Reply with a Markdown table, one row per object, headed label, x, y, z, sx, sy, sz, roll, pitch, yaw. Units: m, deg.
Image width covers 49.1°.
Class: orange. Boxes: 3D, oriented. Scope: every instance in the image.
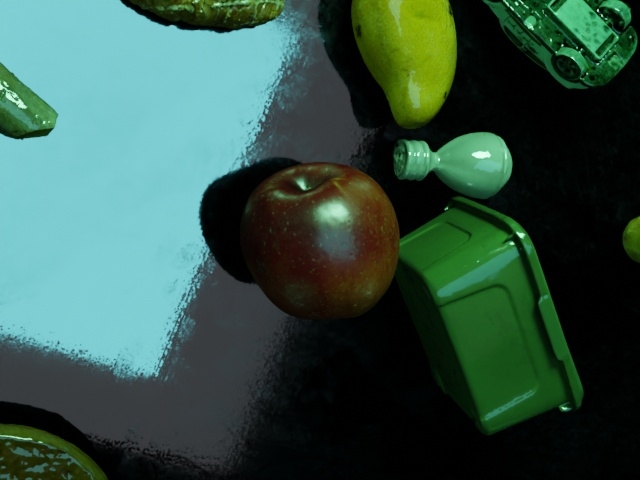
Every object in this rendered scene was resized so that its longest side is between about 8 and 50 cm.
| label | x | y | z | sx | sy | sz | roll | pitch | yaw |
| --- | --- | --- | --- | --- | --- | --- | --- | --- | --- |
| orange | 0.609 | 0.000 | 1.304 | 0.085 | 0.085 | 0.095 | -19 | 116 | -20 |

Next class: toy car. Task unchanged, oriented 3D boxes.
| label | x | y | z | sx | sy | sz | roll | pitch | yaw |
| --- | --- | --- | --- | --- | --- | --- | --- | --- | --- |
| toy car | 0.351 | -0.367 | 1.108 | 0.306 | 0.125 | 0.136 | 43 | 78 | -1 |

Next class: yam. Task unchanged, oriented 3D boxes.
| label | x | y | z | sx | sy | sz | roll | pitch | yaw |
| --- | --- | --- | --- | --- | --- | --- | --- | --- | --- |
| yam | -0.392 | -0.175 | 0.844 | 0.070 | 0.069 | 0.146 | -49 | 114 | -10 |

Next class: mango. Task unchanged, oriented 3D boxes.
| label | x | y | z | sx | sy | sz | roll | pitch | yaw |
| --- | --- | --- | --- | --- | --- | --- | --- | --- | --- |
| mango | 0.123 | -0.299 | 1.029 | 0.157 | 0.109 | 0.262 | -20 | 111 | -30 |

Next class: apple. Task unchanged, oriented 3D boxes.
| label | x | y | z | sx | sy | sz | roll | pitch | yaw |
| --- | --- | --- | --- | --- | --- | --- | --- | --- | --- |
| apple | 0.000 | 0.000 | 0.964 | 0.218 | 0.218 | 0.201 | -16 | 112 | -21 |

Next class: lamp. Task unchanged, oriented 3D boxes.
| label | x | y | z | sx | sy | sz | roll | pitch | yaw |
| --- | --- | --- | --- | --- | --- | --- | --- | --- | --- |
| lamp | 0.211 | -0.120 | 1.103 | 0.193 | 0.106 | 0.106 | 1 | 98 | -16 |

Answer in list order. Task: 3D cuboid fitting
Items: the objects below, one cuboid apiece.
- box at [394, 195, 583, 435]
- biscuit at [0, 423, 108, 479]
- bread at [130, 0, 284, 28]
| label | x | y | z | sx | sy | sz | roll | pitch | yaw |
| --- | --- | --- | --- | --- | --- | --- | --- | --- | --- |
| box | 0.241 | 0.121 | 1.078 | 0.177 | 0.253 | 0.329 | -28 | 108 | -8 |
| biscuit | -0.462 | 0.422 | 0.909 | 0.350 | 0.070 | 0.394 | 40 | 81 | -22 |
| bread | -0.149 | -0.336 | 0.920 | 0.233 | 0.076 | 0.105 | 2 | 99 | -26 |
